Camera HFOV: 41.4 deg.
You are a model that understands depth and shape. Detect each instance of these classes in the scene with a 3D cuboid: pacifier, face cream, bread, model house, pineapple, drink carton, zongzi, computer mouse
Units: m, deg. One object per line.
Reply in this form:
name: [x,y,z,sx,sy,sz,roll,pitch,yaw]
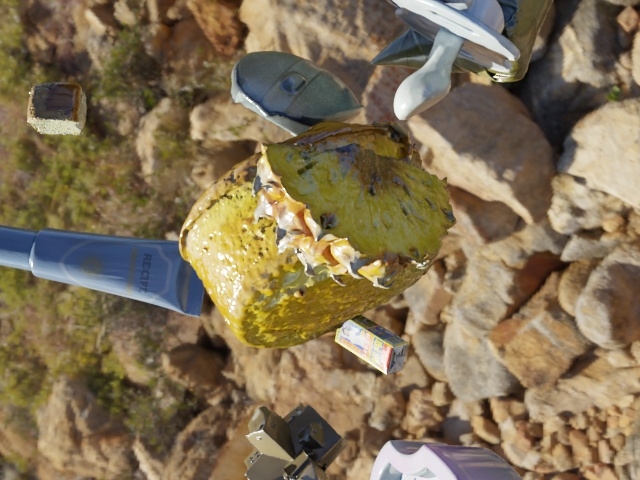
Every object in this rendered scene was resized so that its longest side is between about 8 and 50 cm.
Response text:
pacifier: [0.162,-0.268,1.223,0.227,0.279,0.207,25,96,6]
face cream: [-0.388,0.036,1.473,0.086,0.385,0.136,-91,11,-82]
bread: [0.002,-0.002,1.174,0.358,0.337,0.204,-31,68,6]
model house: [-0.045,0.402,1.548,0.181,0.176,0.248,-45,15,-9]
bread: [-0.407,-0.205,1.309,0.083,0.077,0.070,-2,77,-3]
pineapple: [0.023,0.006,0.865,0.164,0.249,0.140,-43,55,30]
drink carton: [0.108,0.216,1.810,0.165,0.056,0.071,29,114,42]
zongzi: [0.250,-0.408,1.447,0.300,0.145,0.274,7,63,40]
computer mouse: [-0.034,-0.237,1.371,0.203,0.374,0.114,30,99,0]

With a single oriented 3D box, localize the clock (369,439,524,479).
clock: [0.159,0.425,1.092,0.338,0.102,0.339,-173,90,-67]
